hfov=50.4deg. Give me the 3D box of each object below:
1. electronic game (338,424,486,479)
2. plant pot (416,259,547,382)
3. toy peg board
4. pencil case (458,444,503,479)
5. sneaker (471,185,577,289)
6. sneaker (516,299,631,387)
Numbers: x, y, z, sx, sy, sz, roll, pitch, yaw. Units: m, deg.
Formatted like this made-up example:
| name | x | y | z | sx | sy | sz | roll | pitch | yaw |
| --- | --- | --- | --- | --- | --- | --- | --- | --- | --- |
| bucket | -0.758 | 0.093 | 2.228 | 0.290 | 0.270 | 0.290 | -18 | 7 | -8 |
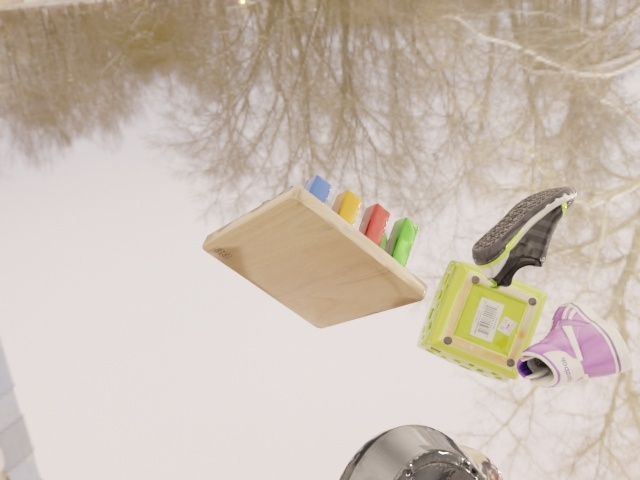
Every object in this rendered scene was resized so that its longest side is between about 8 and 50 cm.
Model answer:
| name | x | y | z | sx | sy | sz | roll | pitch | yaw |
| --- | --- | --- | --- | --- | --- | --- | --- | --- | --- |
| electronic game | 0.081 | 0.252 | 0.498 | 0.048 | 0.229 | 0.229 | -24 | -174 | 39 |
| plant pot | 0.354 | 0.174 | 1.486 | 0.227 | 0.228 | 0.207 | 22 | 175 | 8 |
| toy peg board | 0.000 | 0.000 | 0.659 | 0.161 | 0.160 | 0.079 | -24 | -144 | 48 |
| pencil case | 0.157 | 0.433 | 0.968 | 0.183 | 0.160 | 0.410 | 23 | -164 | 21 |
| sneaker | 0.354 | -0.002 | 1.160 | 0.235 | 0.097 | 0.084 | -37 | -168 | -15 |
| sneaker | 0.410 | 0.181 | 1.192 | 0.161 | 0.102 | 0.282 | -20 | 179 | 6 |
